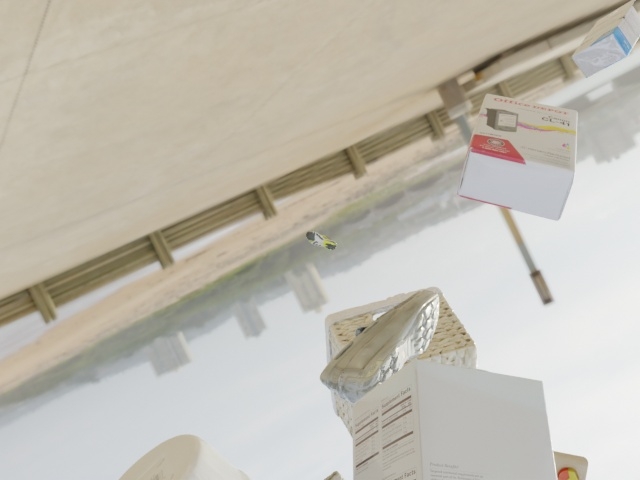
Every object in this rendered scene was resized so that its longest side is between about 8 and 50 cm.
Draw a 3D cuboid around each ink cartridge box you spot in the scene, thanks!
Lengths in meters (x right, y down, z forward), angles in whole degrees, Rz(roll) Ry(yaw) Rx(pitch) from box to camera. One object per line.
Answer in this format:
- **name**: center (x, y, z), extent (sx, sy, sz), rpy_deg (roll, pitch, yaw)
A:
- **ink cartridge box**: center (0.442, -0.193, 1.724), extent (0.226, 0.131, 0.306), rpy_deg (13, -143, 10)
- **ink cartridge box**: center (0.618, -0.430, 1.654), extent (0.104, 0.060, 0.180), rpy_deg (-27, -163, 51)

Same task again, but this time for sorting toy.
- **sorting toy**: center (0.718, 0.758, 2.421), extent (0.193, 0.208, 0.038), rpy_deg (8, -171, 13)

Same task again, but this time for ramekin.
- **ramekin**: center (-0.253, 0.452, 1.282), extent (0.277, 0.135, 0.277), rpy_deg (-36, -164, 12)

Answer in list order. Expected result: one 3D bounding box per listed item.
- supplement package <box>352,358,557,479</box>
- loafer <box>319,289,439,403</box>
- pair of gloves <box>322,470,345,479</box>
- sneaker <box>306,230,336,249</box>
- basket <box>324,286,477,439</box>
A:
- **supplement package**: center (0.169, 0.323, 1.014), extent (0.199, 0.263, 0.198), rpy_deg (12, 147, -19)
- **loafer**: center (0.115, 0.173, 1.381), extent (0.111, 0.112, 0.319), rpy_deg (14, -151, 30)
- **pair of gloves**: center (0.011, 0.594, 1.557), extent (0.240, 0.204, 0.042), rpy_deg (-48, -158, -4)
- **sneaker**: center (0.000, 0.000, 1.960), extent (0.031, 0.083, 0.035), rpy_deg (-62, -169, 8)
- **basket**: center (0.208, 0.340, 1.959), extent (0.328, 0.331, 0.266), rpy_deg (-14, -150, -13)
